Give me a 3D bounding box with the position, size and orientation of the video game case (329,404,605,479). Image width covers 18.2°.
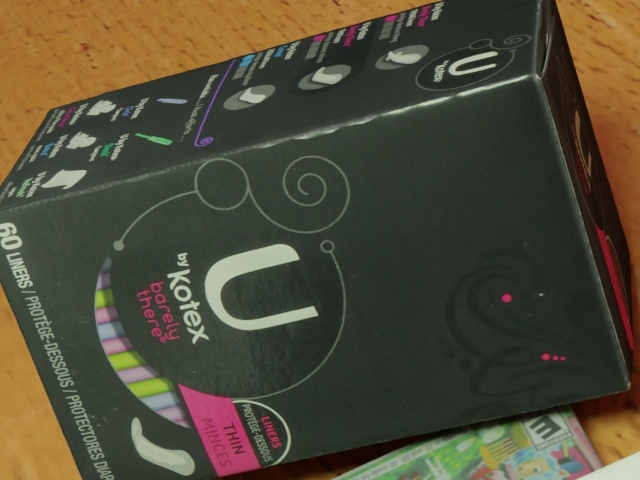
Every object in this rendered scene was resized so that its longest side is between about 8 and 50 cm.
[{"bbox_3d":[0.040,0.166,0.874,0.212,0.023,0.193,-24,37,0],"label":"video game case"}]

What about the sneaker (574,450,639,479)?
[{"bbox_3d":[0.177,0.170,0.640,0.322,0.130,0.236,-30,62,30],"label":"sneaker"}]

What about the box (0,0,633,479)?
[{"bbox_3d":[0.000,0.000,0.962,0.270,0.165,0.143,-14,23,14],"label":"box"}]
